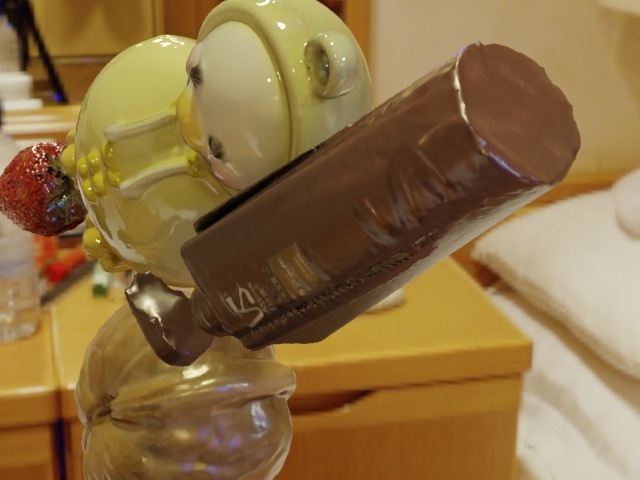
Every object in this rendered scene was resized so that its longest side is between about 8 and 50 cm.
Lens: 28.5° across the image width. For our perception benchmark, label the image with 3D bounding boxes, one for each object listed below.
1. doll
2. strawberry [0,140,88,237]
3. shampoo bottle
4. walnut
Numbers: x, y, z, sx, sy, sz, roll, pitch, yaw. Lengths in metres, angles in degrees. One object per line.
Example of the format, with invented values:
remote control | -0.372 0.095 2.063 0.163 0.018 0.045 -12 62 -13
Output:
doll | -0.061 -0.053 0.658 0.117 0.141 0.296 -8 -7 -23
strawberry | -0.279 -0.053 1.268 0.106 0.106 0.106 0 18 0
shampoo bottle | -0.002 -0.001 0.520 0.067 0.068 0.236 -10 -17 -44
walnut | -0.166 0.207 1.585 0.285 0.296 0.285 -14 -20 -5
